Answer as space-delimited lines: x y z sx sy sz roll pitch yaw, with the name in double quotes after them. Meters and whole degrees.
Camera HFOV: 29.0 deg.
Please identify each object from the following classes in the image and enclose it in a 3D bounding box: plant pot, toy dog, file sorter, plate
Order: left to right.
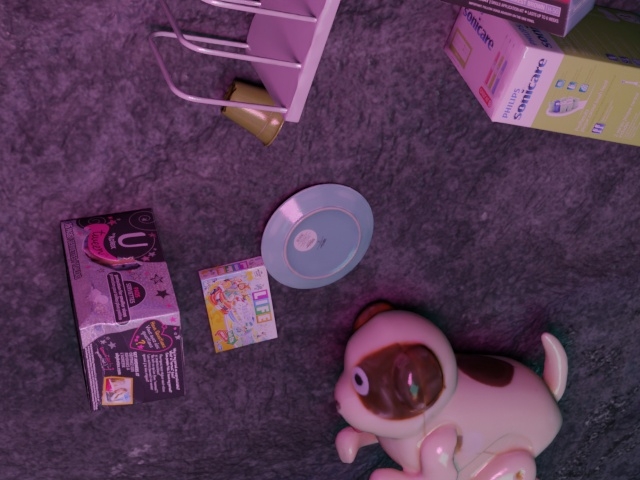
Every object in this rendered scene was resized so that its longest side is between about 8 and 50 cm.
-0.092 -0.321 1.532 0.173 0.193 0.277 4 125 -25 "file sorter"
-0.094 -0.184 1.723 0.079 0.083 0.083 23 117 -17 "plant pot"
0.000 0.000 1.904 0.188 0.024 0.188 -13 126 -18 "plate"
0.200 0.276 2.033 0.395 0.284 0.408 -44 124 16 "toy dog"

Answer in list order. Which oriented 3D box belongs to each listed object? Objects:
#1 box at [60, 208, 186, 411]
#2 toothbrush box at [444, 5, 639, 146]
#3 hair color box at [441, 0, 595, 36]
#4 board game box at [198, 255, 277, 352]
-0.280 0.092 1.757 0.142 0.247 0.163 -9 128 -13 "box"
0.347 -0.246 1.729 0.283 0.206 0.122 7 124 -23 "toothbrush box"
0.268 -0.463 1.538 0.113 0.185 0.374 -43 146 -45 "hair color box"
-0.129 0.102 1.954 0.103 0.026 0.154 -14 129 -8 "board game box"
